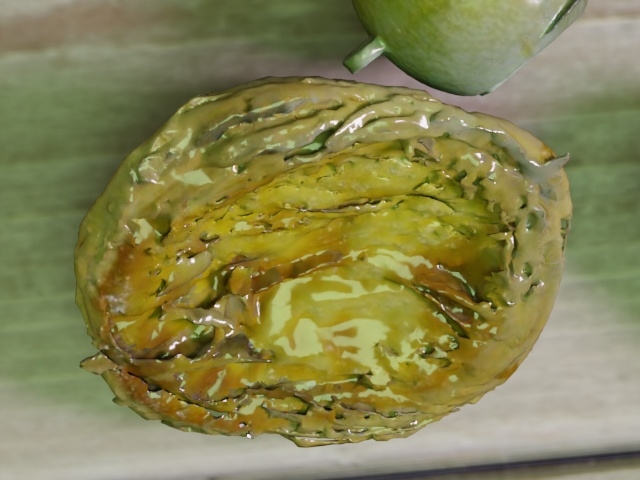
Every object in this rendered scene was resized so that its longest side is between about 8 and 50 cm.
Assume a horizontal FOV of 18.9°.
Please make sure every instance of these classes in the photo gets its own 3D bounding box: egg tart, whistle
[{"bbox_3d":[0.000,0.000,0.933,0.252,0.098,0.232,-22,127,7],"label":"egg tart"},{"bbox_3d":[0.093,-0.155,0.887,0.223,0.123,0.123,-41,106,-5],"label":"whistle"}]
